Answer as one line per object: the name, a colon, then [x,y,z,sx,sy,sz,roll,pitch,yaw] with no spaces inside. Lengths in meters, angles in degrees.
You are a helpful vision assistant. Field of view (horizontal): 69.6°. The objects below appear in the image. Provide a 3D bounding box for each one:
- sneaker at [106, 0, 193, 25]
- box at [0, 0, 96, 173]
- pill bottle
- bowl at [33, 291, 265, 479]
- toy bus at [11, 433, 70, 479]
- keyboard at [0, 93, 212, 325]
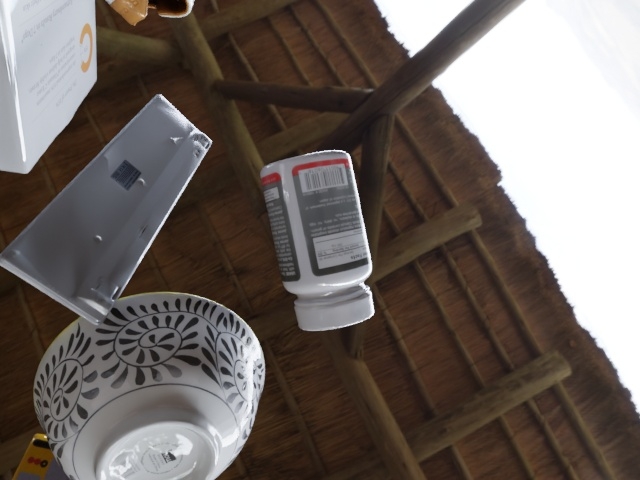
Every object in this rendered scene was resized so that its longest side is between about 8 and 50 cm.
sneaker: [-0.220,-0.406,0.688,0.123,0.106,0.290,55,-133,-27]
box: [-0.291,-0.262,0.350,0.168,0.345,0.215,9,-141,-13]
pill bottle: [0.000,0.000,0.800,0.161,0.161,0.283,-14,-86,-51]
bowl: [-0.114,0.129,0.325,0.170,0.170,0.080,29,-171,-27]
toy bus: [-0.414,0.393,0.692,0.108,0.332,0.130,24,-139,-21]
keyboard: [-0.153,-0.046,0.381,0.072,0.014,0.256,39,-147,-22]
